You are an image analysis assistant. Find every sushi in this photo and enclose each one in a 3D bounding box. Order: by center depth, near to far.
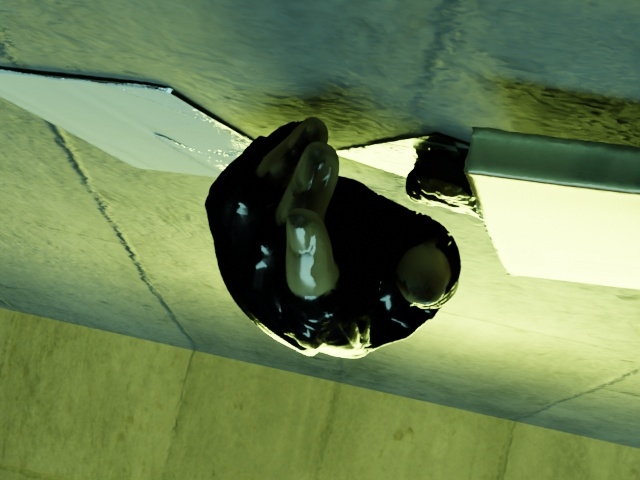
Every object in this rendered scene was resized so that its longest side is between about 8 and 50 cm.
[{"bbox_3d":[0.081,-0.026,1.014,0.120,0.026,0.126,16,171,-24],"label":"sushi"}]

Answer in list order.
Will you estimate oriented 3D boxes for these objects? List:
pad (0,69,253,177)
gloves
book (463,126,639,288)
[{"bbox_3d":[-0.105,-0.066,1.099,0.156,0.004,0.232,8,170,26],"label":"pad"},{"bbox_3d":[0.000,0.000,0.965,0.164,0.124,0.203,22,-175,16],"label":"gloves"},{"bbox_3d":[0.267,0.008,0.887,0.374,0.028,0.262,7,169,11],"label":"book"}]
